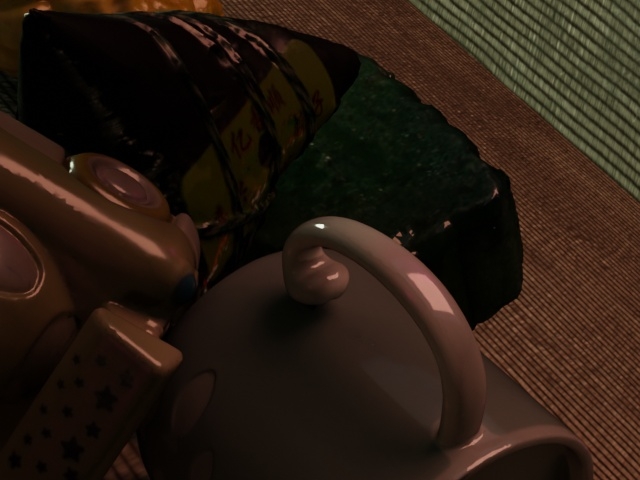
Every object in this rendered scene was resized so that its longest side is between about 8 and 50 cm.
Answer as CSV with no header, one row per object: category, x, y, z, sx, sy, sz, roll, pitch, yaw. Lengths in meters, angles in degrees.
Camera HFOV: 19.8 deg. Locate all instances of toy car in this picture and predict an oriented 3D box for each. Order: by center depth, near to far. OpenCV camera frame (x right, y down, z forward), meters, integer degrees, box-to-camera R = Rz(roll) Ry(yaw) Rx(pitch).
toy car,-0.271,0.027,1.284,0.336,0.242,0.226,31,20,-12

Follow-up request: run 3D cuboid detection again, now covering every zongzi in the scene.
zongzi,-0.157,-0.115,1.511,0.319,0.362,0.383,-4,44,13

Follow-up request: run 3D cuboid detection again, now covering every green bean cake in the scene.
green bean cake,0.000,0.000,1.722,0.300,0.308,0.169,48,-17,41

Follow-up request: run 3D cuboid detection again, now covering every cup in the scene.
cup,0.021,0.127,1.347,0.259,0.357,0.274,-27,51,-30

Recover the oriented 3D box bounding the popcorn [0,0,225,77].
popcorn,-0.260,-0.321,2.050,0.349,0.382,0.349,21,7,-3
